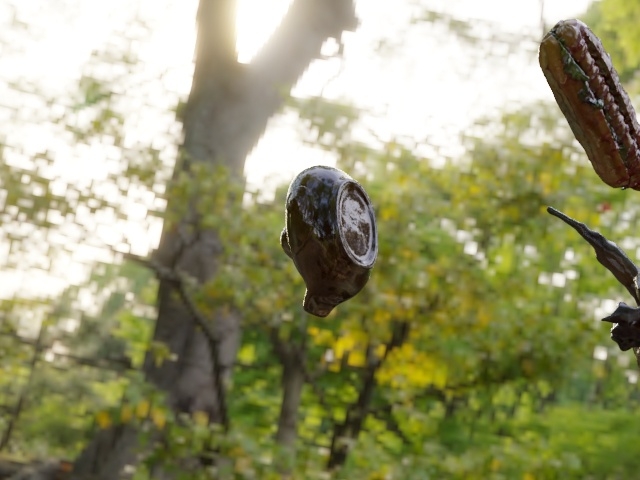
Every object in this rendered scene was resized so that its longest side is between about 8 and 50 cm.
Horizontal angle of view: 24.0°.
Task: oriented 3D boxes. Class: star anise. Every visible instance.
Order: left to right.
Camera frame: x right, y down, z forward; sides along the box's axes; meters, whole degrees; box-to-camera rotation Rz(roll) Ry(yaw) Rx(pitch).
[{"bbox_3d":[0.262,0.033,1.178,0.140,0.144,0.158,13,-38,-27],"label":"star anise"}]

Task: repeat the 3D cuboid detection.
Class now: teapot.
[{"bbox_3d":[0.000,0.000,1.275,0.078,0.129,0.098,-18,-25,32],"label":"teapot"}]

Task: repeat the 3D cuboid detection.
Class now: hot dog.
[{"bbox_3d":[0.208,-0.099,1.117,0.038,0.062,0.144,-11,-63,45],"label":"hot dog"}]
